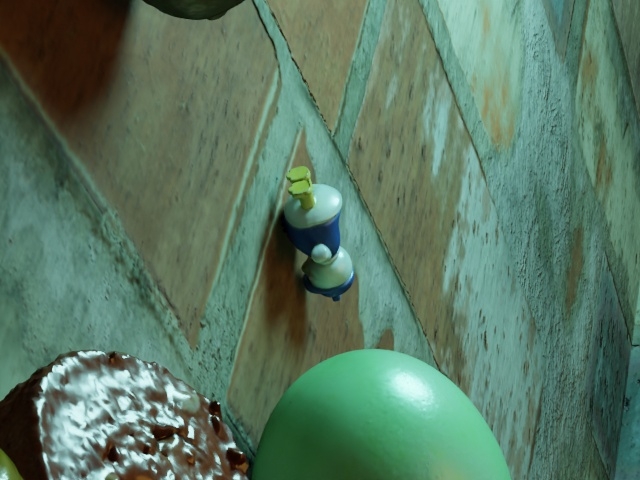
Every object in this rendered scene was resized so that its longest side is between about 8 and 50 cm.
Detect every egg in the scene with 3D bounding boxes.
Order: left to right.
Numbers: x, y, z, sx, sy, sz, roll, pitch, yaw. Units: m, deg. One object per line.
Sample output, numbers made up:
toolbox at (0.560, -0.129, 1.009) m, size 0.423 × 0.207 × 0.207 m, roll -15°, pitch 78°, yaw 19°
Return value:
egg at (0.051, 0.223, 1.397) m, size 0.220 × 0.220 × 0.270 m, roll -24°, pitch 106°, yaw -67°

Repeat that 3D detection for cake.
cake at (-0.124, 0.199, 0.948) m, size 0.177 × 0.151 × 0.283 m, roll 16°, pitch 48°, yaw -44°

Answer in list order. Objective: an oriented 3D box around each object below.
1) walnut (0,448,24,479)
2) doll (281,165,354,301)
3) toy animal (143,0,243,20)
walnut at (-0.213, 0.174, 0.772) m, size 0.222 × 0.195 × 0.195 m, roll -68°, pitch 149°, yaw -43°
doll at (0.000, 0.000, 1.496) m, size 0.099 × 0.057 × 0.143 m, roll -97°, pitch 172°, yaw -50°
toy animal at (-0.120, -0.219, 1.119) m, size 0.251 × 0.125 × 0.127 m, roll -10°, pitch 70°, yaw -62°
